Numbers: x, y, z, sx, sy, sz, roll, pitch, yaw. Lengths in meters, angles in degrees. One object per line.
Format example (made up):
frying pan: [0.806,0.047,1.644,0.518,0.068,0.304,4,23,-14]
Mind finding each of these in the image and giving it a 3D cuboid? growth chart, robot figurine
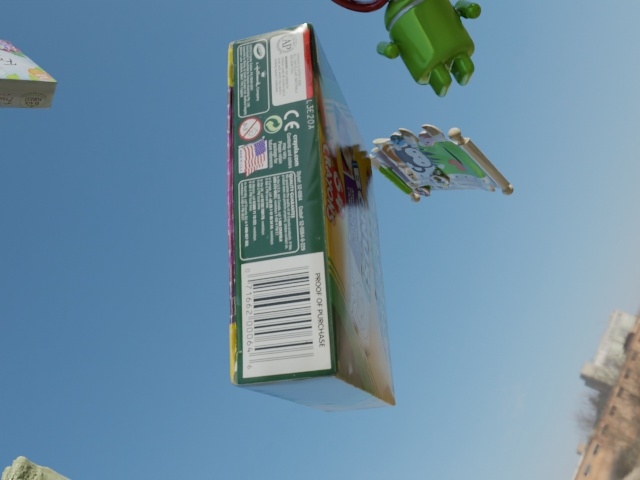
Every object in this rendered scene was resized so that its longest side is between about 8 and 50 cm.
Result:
growth chart: [0.156,-0.106,0.909,0.172,0.237,0.021,32,-105,-28]
robot figurine: [0.105,-0.200,0.619,0.101,0.115,0.067,-27,-8,3]

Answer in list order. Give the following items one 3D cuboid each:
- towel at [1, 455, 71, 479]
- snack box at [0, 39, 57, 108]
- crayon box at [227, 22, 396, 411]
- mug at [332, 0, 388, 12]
towel: [-0.341,0.341,0.759,0.027,0.148,0.110,-37,-55,22]
snack box: [-0.360,-0.173,0.644,0.141,0.100,0.037,-16,-40,-55]
crayon box: [0.000,0.000,0.738,0.313,0.106,0.363,48,-144,-65]
mug: [0.019,-0.300,0.570,0.113,0.169,0.150,-25,-49,-85]
